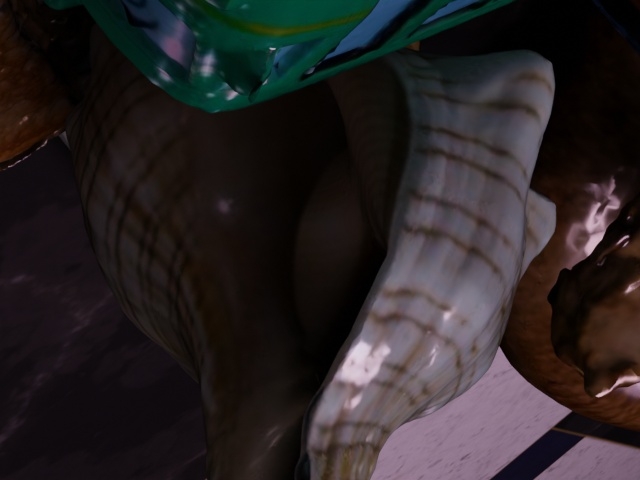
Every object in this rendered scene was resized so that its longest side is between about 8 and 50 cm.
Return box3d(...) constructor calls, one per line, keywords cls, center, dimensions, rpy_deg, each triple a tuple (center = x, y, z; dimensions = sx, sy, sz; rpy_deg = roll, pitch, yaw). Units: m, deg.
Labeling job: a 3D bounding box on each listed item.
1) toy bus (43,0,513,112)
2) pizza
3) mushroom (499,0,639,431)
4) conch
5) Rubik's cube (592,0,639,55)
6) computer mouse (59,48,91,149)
box3d(cls="toy bus", center=(0.050, -0.178, 0.659), dimensions=(0.343, 0.183, 0.199), rpy_deg=(-24, 162, -30))
box3d(cls="pizza", center=(-0.151, -0.066, 0.739), dimensions=(0.185, 0.052, 0.195), rpy_deg=(-30, 166, -30))
box3d(cls="mushroom", center=(0.260, -0.029, 1.144), dimensions=(0.334, 0.356, 0.331), rpy_deg=(32, 87, -28))
box3d(cls="conch", center=(0.011, 0.001, 0.745), dimensions=(0.170, 0.386, 0.203), rpy_deg=(8, 137, -34))
box3d(cls="Rubik's cube", center=(0.181, -0.177, 0.877), dimensions=(0.180, 0.183, 0.167), rpy_deg=(-44, 160, 13))
box3d(cls="computer mouse", center=(-0.069, -0.051, 0.920), dimensions=(0.089, 0.056, 0.181), rpy_deg=(-41, 160, -4))
